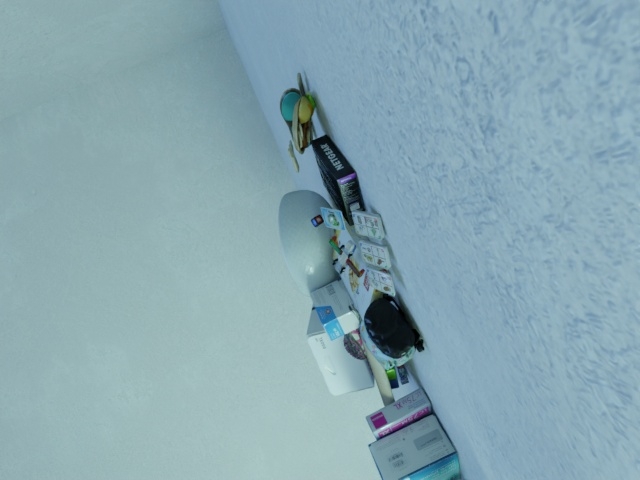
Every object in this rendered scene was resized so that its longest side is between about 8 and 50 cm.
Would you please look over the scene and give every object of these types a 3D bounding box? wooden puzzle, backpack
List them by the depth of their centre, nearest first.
[{"bbox_3d":[0.161,0.226,0.979,0.152,0.115,0.182,61,177,30],"label":"backpack"},{"bbox_3d":[0.174,0.300,1.307,0.348,0.080,0.322,-102,-7,-56],"label":"wooden puzzle"}]

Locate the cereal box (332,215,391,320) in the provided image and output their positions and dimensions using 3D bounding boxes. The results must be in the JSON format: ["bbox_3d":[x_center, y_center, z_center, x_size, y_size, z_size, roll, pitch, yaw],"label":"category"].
[{"bbox_3d":[0.096,0.068,1.066,0.240,0.047,0.173,-116,23,-44],"label":"cereal box"}]

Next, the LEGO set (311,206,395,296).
[{"bbox_3d":[0.074,0.005,0.921,0.244,0.060,0.183,16,129,52],"label":"LEGO set"}]

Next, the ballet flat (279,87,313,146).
[{"bbox_3d":[-0.061,-0.324,1.069,0.206,0.072,0.067,81,-172,-62],"label":"ballet flat"}]

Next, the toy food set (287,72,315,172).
[{"bbox_3d":[-0.033,-0.255,0.922,0.132,0.038,0.192,68,-153,-72],"label":"toy food set"}]

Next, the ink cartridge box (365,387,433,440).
[{"bbox_3d":[0.260,0.582,1.279,0.065,0.185,0.311,60,174,45],"label":"ink cartridge box"}]

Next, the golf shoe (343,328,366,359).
[{"bbox_3d":[0.104,0.292,1.313,0.067,0.086,0.186,-11,114,45],"label":"golf shoe"}]

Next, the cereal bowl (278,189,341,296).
[{"bbox_3d":[0.000,0.000,1.302,0.339,0.141,0.339,-12,-90,-75],"label":"cereal bowl"}]

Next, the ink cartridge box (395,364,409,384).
[{"bbox_3d":[0.265,0.423,1.418,0.063,0.029,0.115,-142,35,-83],"label":"ink cartridge box"}]

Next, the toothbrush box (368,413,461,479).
[{"bbox_3d":[0.285,0.667,1.230,0.126,0.216,0.296,-117,5,-47],"label":"toothbrush box"}]

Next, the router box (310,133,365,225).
[{"bbox_3d":[0.039,-0.136,0.933,0.179,0.046,0.133,-118,5,-45],"label":"router box"}]

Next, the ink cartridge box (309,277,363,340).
[{"bbox_3d":[0.082,0.172,1.168,0.140,0.190,0.082,-118,4,-55],"label":"ink cartridge box"}]

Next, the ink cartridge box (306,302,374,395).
[{"bbox_3d":[0.089,0.341,1.600,0.395,0.166,0.286,-77,-33,-65],"label":"ink cartridge box"}]
